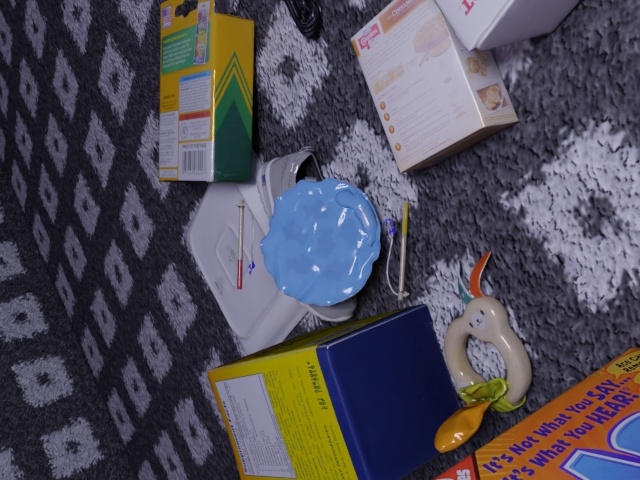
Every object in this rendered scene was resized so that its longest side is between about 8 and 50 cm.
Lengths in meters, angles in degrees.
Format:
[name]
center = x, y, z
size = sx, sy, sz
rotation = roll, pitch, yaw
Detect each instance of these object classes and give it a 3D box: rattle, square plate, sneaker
[rattle]
center = 0.168, 0.128, 0.779
size = 0.130, 0.142, 0.200
rotation = -149, 46, -65
[square plate]
center = -0.148, 0.029, 1.212
size = 0.347, 0.049, 0.344
rotation = 59, 140, 20
[sneaker]
center = -0.010, -0.010, 0.979
size = 0.115, 0.105, 0.282
rotation = -29, 83, 45

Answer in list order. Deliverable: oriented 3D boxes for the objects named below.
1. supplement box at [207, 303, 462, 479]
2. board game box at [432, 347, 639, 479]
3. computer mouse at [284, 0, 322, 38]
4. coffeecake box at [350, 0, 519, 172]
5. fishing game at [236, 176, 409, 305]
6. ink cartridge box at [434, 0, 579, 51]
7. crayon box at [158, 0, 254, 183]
[supplement box]
center = 0.010, 0.240, 0.967
size = 0.356, 0.195, 0.194
rotation = -23, 84, 52
[board game box]
center = 0.327, 0.328, 0.461
size = 0.356, 0.356, 0.357
rotation = 5, 106, 51
[computer mouse]
center = -0.031, -0.430, 0.860
size = 0.189, 0.072, 0.272
rotation = 55, 162, 18
[coffeecake box]
center = 0.130, -0.195, 0.762
size = 0.142, 0.068, 0.186
rotation = -26, 82, 53
[fishing game]
center = 0.000, 0.000, 0.926
size = 0.263, 0.041, 0.189
rotation = -2, 85, 19
[ink cartridge box]
center = 0.158, -0.370, 0.591
size = 0.306, 0.131, 0.226
rotation = 61, 151, 14
[crayon box]
center = -0.203, -0.263, 1.118
size = 0.203, 0.083, 0.323
rotation = 7, 98, 51
